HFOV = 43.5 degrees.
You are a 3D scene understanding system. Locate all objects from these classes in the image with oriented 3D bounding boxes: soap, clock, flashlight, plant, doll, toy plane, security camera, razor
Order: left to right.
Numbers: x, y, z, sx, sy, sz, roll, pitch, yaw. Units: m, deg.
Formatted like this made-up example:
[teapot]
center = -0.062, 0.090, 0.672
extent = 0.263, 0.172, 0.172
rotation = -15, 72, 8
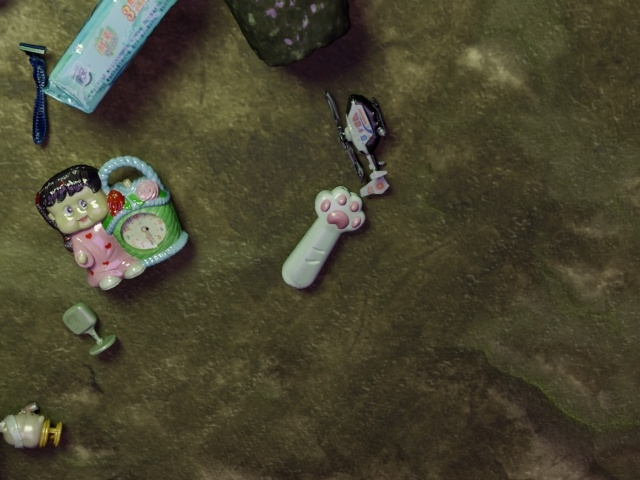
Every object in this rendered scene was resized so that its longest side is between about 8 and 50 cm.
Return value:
[doll]
center = -0.533, 0.333, 1.448
extent = 0.127, 0.073, 0.084
rotation = 11, 79, -17
[razor]
center = -0.429, -0.223, 1.223
extent = 0.044, 0.028, 0.155
rotation = 10, 115, 9
[security camera]
center = -0.403, 0.149, 1.394
extent = 0.058, 0.058, 0.092
rotation = -30, 104, 6
[clock]
center = -0.333, -0.041, 1.286
extent = 0.194, 0.100, 0.195
rotation = -27, 118, 0
[soap]
center = -0.284, -0.308, 1.136
extent = 0.077, 0.156, 0.293
rotation = 35, 106, -23
[plant]
center = -0.082, -0.417, 1.115
extent = 0.181, 0.194, 0.321
rotation = -28, 120, -9
[flashlight]
center = 0.000, 0.000, 1.379
extent = 0.093, 0.047, 0.200
rotation = 28, 107, -19
[toy plane]
center = 0.073, -0.165, 1.316
extent = 0.078, 0.053, 0.197
rotation = -18, 115, 9
